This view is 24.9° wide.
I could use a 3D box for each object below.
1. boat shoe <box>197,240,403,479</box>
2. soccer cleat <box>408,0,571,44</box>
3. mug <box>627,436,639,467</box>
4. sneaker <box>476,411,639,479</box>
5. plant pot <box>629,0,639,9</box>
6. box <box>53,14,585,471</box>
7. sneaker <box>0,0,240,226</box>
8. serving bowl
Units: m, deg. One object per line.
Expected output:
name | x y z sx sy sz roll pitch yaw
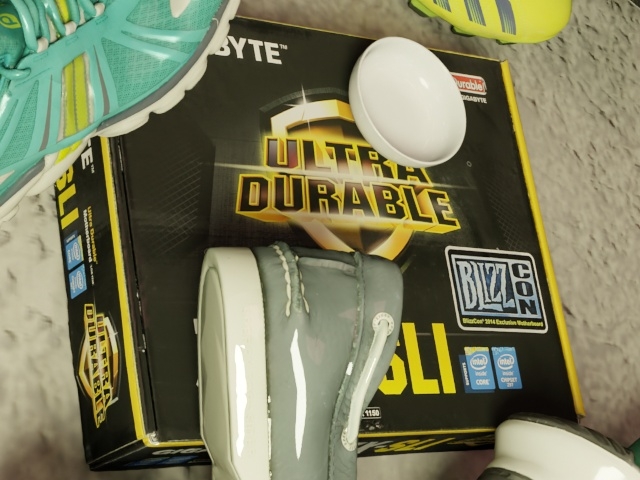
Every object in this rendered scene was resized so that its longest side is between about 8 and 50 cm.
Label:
boat shoe | 0.000 0.157 0.710 0.099 0.116 0.319 -6 101 -15
soccer cleat | 0.081 -0.239 1.009 0.289 0.121 0.093 35 53 -21
mug | 0.254 0.195 0.948 0.097 0.129 0.158 -25 87 -40
sneaker | 0.178 0.338 0.845 0.257 0.169 0.447 -48 108 -22
plant pot | 0.267 -0.266 1.086 0.188 0.167 0.187 33 20 -23
box | 0.000 0.000 0.873 0.322 0.079 0.257 4 70 -37
sneaker | -0.137 -0.094 0.716 0.107 0.110 0.275 39 74 12
serving bowl | 0.048 -0.080 0.876 0.083 0.027 0.083 17 60 -32
